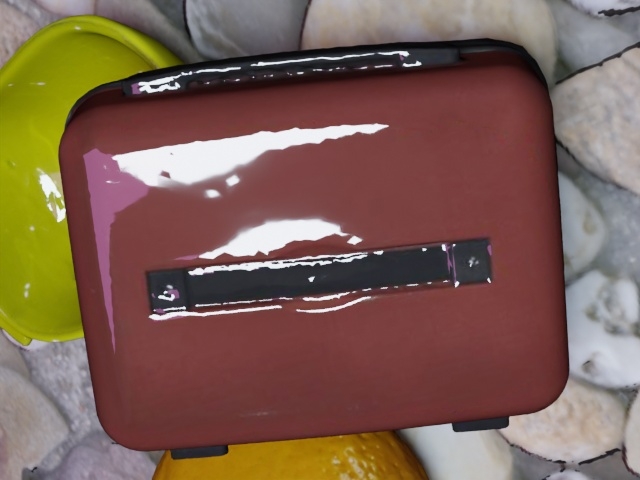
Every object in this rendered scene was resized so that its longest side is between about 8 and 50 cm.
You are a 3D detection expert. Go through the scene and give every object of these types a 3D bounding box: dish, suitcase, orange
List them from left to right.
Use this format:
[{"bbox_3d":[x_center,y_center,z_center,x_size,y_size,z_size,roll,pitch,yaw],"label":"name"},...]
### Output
[{"bbox_3d":[-0.156,-0.044,1.033,0.262,0.108,0.221,-23,91,34],"label":"dish"},{"bbox_3d":[-0.020,0.207,0.979,0.219,0.193,0.219,12,125,18],"label":"orange"},{"bbox_3d":[0.000,0.000,0.851,0.297,0.161,0.236,-6,104,2],"label":"suitcase"}]
